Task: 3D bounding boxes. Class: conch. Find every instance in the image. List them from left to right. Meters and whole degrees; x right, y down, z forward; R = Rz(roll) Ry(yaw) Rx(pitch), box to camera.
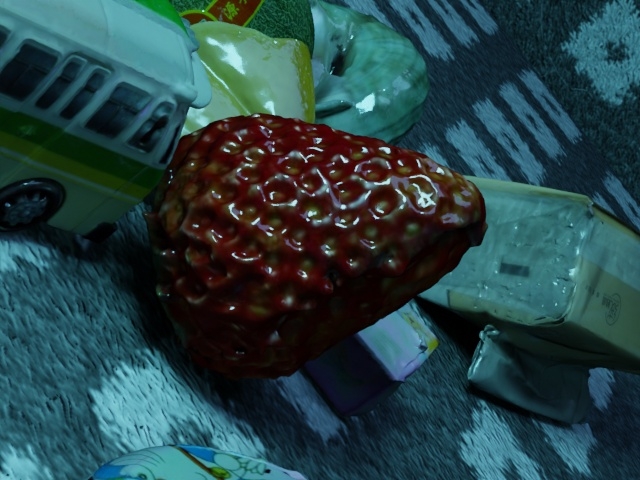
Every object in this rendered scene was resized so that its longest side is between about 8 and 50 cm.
[{"bbox_3d":[0.004,-0.157,1.614,0.220,0.195,0.277,-48,125,-51],"label":"conch"}]

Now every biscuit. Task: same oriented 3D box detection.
[{"bbox_3d":[-0.141,-0.138,1.267,0.299,0.045,0.154,23,70,-14],"label":"biscuit"}]

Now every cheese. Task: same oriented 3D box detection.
[{"bbox_3d":[-0.036,0.175,0.961,0.204,0.083,0.320,16,4,28],"label":"cheese"}]

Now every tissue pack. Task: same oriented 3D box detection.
[{"bbox_3d":[0.246,0.077,1.735,0.305,0.238,0.238,24,33,-54],"label":"tissue pack"}]

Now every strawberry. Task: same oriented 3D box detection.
[{"bbox_3d":[0.000,0.000,1.160,0.205,0.244,0.205,-8,90,-79],"label":"strawberry"}]

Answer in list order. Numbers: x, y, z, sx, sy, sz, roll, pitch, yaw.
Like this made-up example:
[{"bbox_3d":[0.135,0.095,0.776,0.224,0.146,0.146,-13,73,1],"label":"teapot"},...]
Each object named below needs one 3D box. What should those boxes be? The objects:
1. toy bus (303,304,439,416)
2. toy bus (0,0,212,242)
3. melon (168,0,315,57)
[{"bbox_3d":[-0.018,0.017,1.359,0.274,0.090,0.112,51,28,-1],"label":"toy bus"},{"bbox_3d":[-0.209,-0.121,1.027,0.305,0.179,0.143,23,35,-55],"label":"toy bus"},{"bbox_3d":[-0.125,-0.223,1.395,0.287,0.182,0.182,39,23,-32],"label":"melon"}]
